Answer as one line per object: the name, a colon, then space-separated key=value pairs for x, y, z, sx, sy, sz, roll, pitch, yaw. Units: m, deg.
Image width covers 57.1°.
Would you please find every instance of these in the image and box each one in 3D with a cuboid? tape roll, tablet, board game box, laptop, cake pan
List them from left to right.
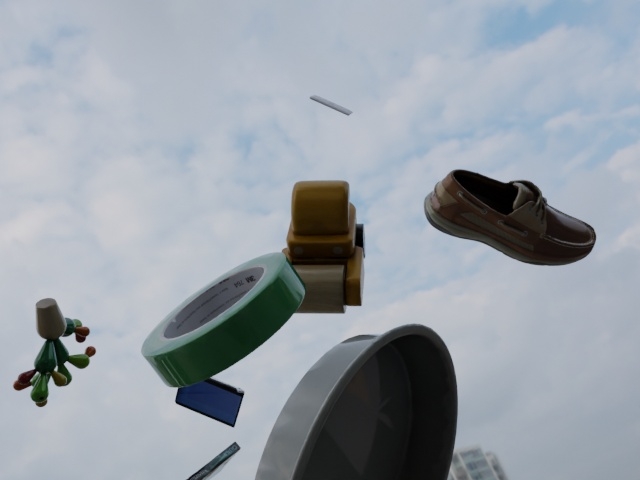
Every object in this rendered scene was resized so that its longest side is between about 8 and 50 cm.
board game box: x=-0.293 y=0.592 z=1.481 sx=0.186 sy=0.026 sz=0.126 roll=-24 pitch=-24 yaw=-54
laptop: x=-0.385 y=0.516 z=1.948 sx=0.235 sy=0.136 sz=0.264 roll=20 pitch=-15 yaw=6
tape roll: x=-0.182 y=0.142 z=1.115 sx=0.321 sy=0.321 sz=0.077 roll=-30 pitch=-76 yaw=9
tablet: x=0.021 y=-0.262 z=1.138 sx=0.083 sy=0.054 sz=0.006 roll=24 pitch=-69 yaw=3
cake pan: x=0.040 y=0.215 z=0.546 sx=0.293 sy=0.054 sz=0.292 roll=-17 pitch=-68 yaw=-49

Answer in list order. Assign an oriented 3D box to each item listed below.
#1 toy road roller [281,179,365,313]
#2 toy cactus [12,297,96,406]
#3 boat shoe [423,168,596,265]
toy road roller: x=0.000 y=0.000 z=1.428 sx=0.203 sy=0.329 sz=0.240 roll=-1 pitch=-53 yaw=8
toy cactus: x=-0.487 y=0.185 z=1.064 sx=0.112 sy=0.219 sz=0.180 roll=5 pitch=-62 yaw=6
boat shoe: x=0.355 y=-0.045 z=1.065 sx=0.325 sy=0.123 sz=0.116 roll=13 pitch=-42 yaw=-6
